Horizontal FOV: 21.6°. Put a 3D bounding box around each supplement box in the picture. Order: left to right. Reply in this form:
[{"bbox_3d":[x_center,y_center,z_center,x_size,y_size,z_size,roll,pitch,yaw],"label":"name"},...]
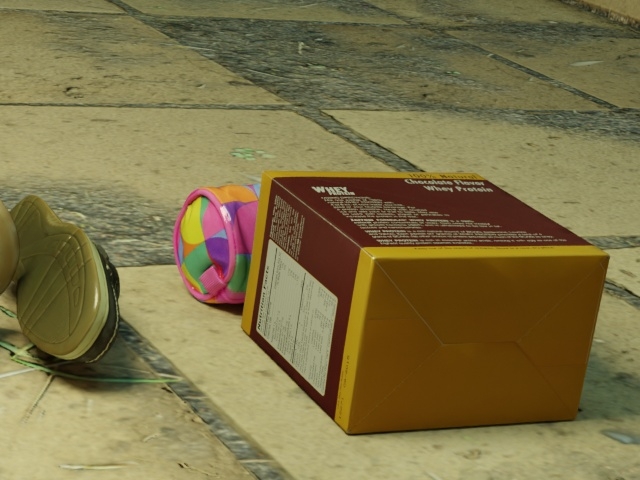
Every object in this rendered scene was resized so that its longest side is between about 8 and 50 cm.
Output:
[{"bbox_3d":[0.070,0.038,1.227,0.191,0.129,0.194,-1,20,-26],"label":"supplement box"}]

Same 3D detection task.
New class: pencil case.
[{"bbox_3d":[0.000,0.000,1.370,0.236,0.104,0.104,-3,21,-31],"label":"pencil case"}]

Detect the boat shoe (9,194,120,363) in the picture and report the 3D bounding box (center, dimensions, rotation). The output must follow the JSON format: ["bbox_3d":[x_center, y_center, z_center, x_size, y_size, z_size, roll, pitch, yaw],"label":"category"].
[{"bbox_3d":[-0.179,0.032,1.216,0.073,0.080,0.223,35,3,-31],"label":"boat shoe"}]

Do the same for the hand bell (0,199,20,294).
[{"bbox_3d":[-0.274,0.061,1.082,0.126,0.126,0.242,7,30,-5],"label":"hand bell"}]
